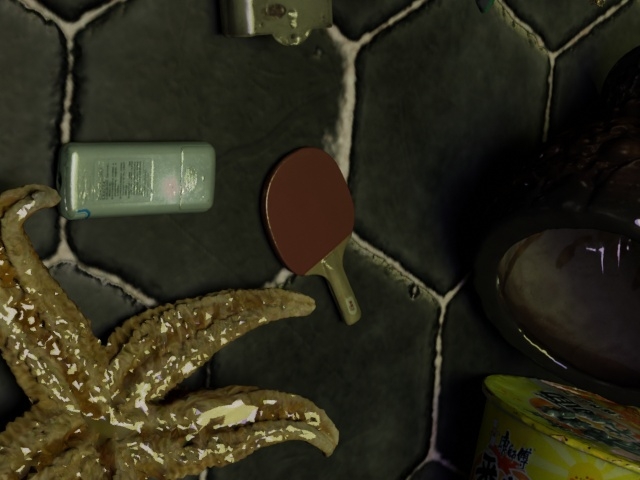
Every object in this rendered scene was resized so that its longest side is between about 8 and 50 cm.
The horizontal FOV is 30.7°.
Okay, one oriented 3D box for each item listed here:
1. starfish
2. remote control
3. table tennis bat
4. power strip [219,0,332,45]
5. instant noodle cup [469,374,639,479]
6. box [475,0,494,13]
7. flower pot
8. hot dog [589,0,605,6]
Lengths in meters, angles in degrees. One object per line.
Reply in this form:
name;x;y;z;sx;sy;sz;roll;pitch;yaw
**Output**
starfish;-0.133;0.116;0.764;0.327;0.094;0.375;55;48;-18
remote control;-0.123;-0.042;0.798;0.124;0.018;0.053;-6;101;-42
table tennis bat;0.000;0.000;0.924;0.087;0.013;0.156;-41;122;-31
power strip;-0.037;-0.272;0.818;0.092;0.034;0.268;-16;109;-39
instant noodle cup;0.238;0.257;1.039;0.264;0.264;0.200;13;98;-43
box;0.055;-0.355;0.804;0.337;0.106;0.264;64;30;-29
flower pot;0.301;-0.029;1.036;0.267;0.266;0.267;-57;130;-31
hot dog;0.269;-0.341;1.059;0.109;0.072;0.270;15;87;-40
